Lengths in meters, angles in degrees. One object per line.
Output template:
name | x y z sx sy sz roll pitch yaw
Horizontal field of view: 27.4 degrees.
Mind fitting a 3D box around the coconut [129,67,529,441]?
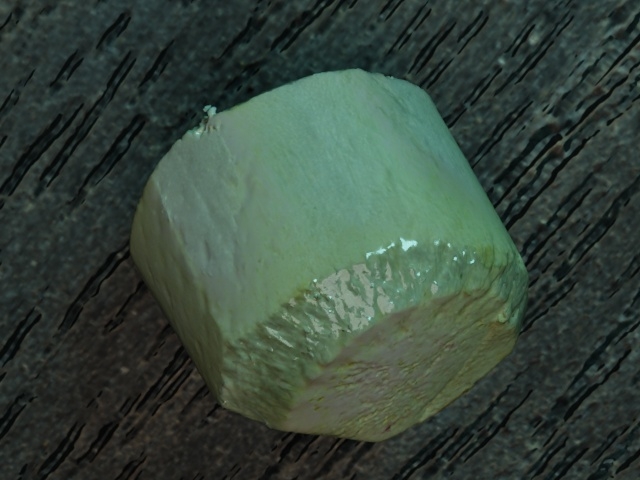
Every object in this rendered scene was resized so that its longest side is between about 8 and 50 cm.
coconut | 0.000 0.000 0.897 0.239 0.244 0.239 -23 148 -15
